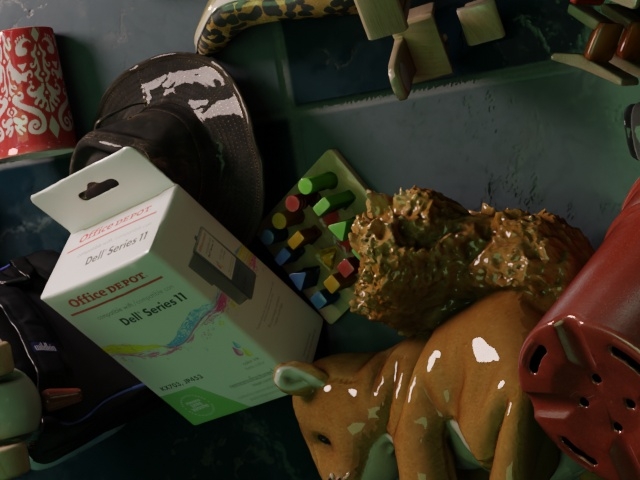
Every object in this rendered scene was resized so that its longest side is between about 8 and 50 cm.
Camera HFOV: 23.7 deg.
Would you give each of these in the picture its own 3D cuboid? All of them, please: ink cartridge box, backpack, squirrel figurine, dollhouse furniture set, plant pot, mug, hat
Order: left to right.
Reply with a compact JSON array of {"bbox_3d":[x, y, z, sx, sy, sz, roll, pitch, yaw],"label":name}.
[{"bbox_3d":[-0.410,-0.196,2.069,0.150,0.113,0.169,-8,91,28],"label":"mug"},{"bbox_3d":[-0.354,0.152,2.029,0.263,0.276,0.213,48,131,17],"label":"backpack"},{"bbox_3d":[-0.229,-0.087,1.933,0.331,0.134,0.331,3,95,41],"label":"hat"},{"bbox_3d":[-0.190,0.064,1.864,0.207,0.119,0.353,-23,126,37],"label":"ink cartridge box"},{"bbox_3d":[0.139,0.137,1.762,0.370,0.281,0.397,-3,86,38],"label":"squirrel figurine"},{"bbox_3d":[0.212,-0.329,1.626,0.355,0.174,0.303,-13,119,17],"label":"dollhouse furniture set"},{"bbox_3d":[0.332,-0.285,1.553,0.135,0.259,0.262,29,113,32],"label":"dollhouse furniture set"},{"bbox_3d":[0.353,0.095,1.546,0.272,0.265,0.272,29,139,28],"label":"plant pot"}]

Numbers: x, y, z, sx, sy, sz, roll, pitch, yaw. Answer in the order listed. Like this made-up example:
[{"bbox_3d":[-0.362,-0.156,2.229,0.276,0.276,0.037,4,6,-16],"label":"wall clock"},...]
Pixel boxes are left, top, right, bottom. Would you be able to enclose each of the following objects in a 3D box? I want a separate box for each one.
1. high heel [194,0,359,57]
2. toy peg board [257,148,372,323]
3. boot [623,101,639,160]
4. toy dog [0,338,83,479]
[{"bbox_3d":[-0.044,-0.271,1.881,0.186,0.093,0.261,26,142,-12],"label":"high heel"},{"bbox_3d":[0.000,0.000,1.890,0.160,0.079,0.161,-46,76,27],"label":"toy peg board"},{"bbox_3d":[0.483,-0.043,1.611,0.223,0.118,0.338,-36,74,36],"label":"boot"},{"bbox_3d":[-0.401,0.195,1.835,0.333,0.161,0.220,26,117,55],"label":"toy dog"}]
